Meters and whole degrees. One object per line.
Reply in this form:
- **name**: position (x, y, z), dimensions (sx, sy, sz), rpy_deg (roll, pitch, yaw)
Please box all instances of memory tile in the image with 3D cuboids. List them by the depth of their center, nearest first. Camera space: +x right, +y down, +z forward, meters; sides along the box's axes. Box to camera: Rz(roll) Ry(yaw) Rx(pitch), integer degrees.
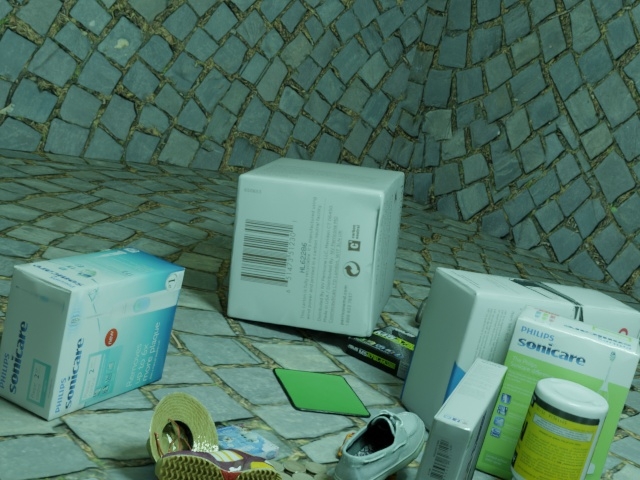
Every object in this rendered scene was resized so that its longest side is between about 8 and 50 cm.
- **memory tile**: position (-0.019, 0.369, 1.474), dimensions (0.113, 0.012, 0.148), rpy_deg (8, 13, -26)

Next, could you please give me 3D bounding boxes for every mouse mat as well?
- **mouse mat**: position (0.000, 0.286, 1.869), dimensions (0.153, 0.007, 0.190), rpy_deg (10, 12, -19)

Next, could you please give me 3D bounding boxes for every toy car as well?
- **toy car**: position (0.084, 0.348, 1.611), dimensions (0.122, 0.040, 0.060), rpy_deg (20, 14, 27)

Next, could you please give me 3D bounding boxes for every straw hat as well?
- **straw hat**: position (-0.219, 0.296, 1.443), dimensions (0.061, 0.144, 0.144), rpy_deg (-26, -10, 31)

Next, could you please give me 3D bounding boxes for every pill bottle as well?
- **pill bottle**: position (0.375, 0.338, 1.585), dimensions (0.119, 0.208, 0.119), rpy_deg (14, 13, -3)

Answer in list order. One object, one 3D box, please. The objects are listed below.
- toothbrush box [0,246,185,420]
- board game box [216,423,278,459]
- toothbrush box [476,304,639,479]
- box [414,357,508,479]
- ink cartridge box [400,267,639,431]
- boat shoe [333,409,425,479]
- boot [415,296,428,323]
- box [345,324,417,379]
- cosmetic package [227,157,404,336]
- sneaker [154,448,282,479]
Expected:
- **toothbrush box**: position (-0.373, 0.141, 1.619), dimensions (0.126, 0.216, 0.295), rpy_deg (20, 13, 25)
- **board game box**: position (-0.128, 0.320, 1.549), dimensions (0.090, 0.020, 0.090), rpy_deg (25, 16, 36)
- **toothbrush box**: position (0.406, 0.281, 1.697), dimensions (0.206, 0.283, 0.122), rpy_deg (17, 13, 15)
- **box**: position (0.190, 0.318, 1.422), dimensions (0.058, 0.232, 0.322), rpy_deg (19, 13, 17)
- **ink cartridge box**: position (0.388, 0.228, 1.902), dimensions (0.395, 0.285, 0.166), rpy_deg (9, 13, -25)
- **boat shoe**: position (0.101, 0.313, 1.543), dimensions (0.079, 0.081, 0.227), rpy_deg (21, 27, 28)
- **boot**: position (0.370, 0.207, 2.476), dimensions (0.229, 0.091, 0.263), rpy_deg (23, 19, 16)
- **box**: position (0.181, 0.246, 2.148), dimensions (0.191, 0.045, 0.184), rpy_deg (22, 18, 32)
- **cosmetic package**: position (0.000, 0.000, 2.293), dimensions (0.327, 0.329, 0.394), rpy_deg (7, 12, 10)
- **sneaker**: position (-0.150, 0.330, 1.402), dimensions (0.185, 0.069, 0.084), rpy_deg (16, 3, -22)
